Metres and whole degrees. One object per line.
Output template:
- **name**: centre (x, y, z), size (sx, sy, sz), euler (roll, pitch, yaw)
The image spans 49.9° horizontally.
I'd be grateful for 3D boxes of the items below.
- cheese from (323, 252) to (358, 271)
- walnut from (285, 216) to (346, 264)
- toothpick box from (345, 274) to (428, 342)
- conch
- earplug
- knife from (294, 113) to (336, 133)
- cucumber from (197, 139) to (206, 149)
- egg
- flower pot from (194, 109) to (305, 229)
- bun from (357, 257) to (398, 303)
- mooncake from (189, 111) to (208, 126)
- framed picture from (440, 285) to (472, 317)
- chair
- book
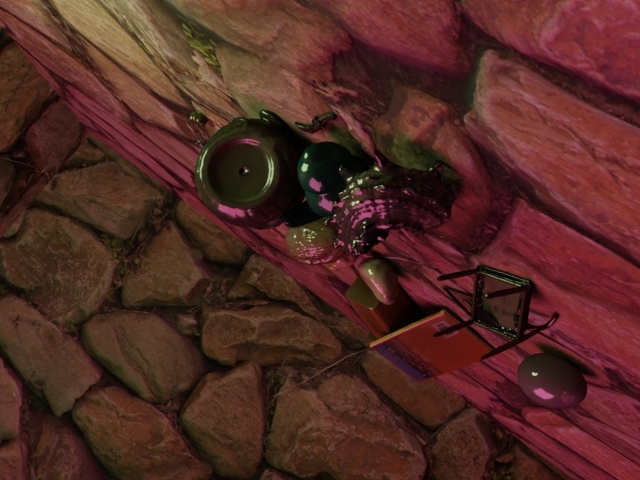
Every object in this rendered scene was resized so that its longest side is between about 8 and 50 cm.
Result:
- **cheese**: centre (0.035, 0.042, 2.486), size (0.159, 0.093, 0.263), euler (39, 169, -7)
- **walnut**: centre (-0.001, 0.002, 2.259), size (0.230, 0.178, 0.178), euler (0, 146, 41)
- **toothpick box**: centre (0.240, 0.256, 2.538), size (0.187, 0.190, 0.308), euler (26, 159, 44)
- **conch**: centre (0.146, -0.077, 1.432), size (0.240, 0.313, 0.186), euler (10, -122, -51)
- **earplug**: centre (0.006, -0.133, 1.639), size (0.257, 0.164, 0.280), euler (14, 152, 32)
- **knife**: centre (-0.008, -0.264, 1.579), size (0.045, 0.021, 0.222), euler (44, 168, -19)
- **cucumber**: centre (-0.394, -0.311, 2.493), size (0.037, 0.037, 0.155), euler (25, 164, 45)
- **egg**: centre (0.649, 0.395, 1.931), size (0.198, 0.146, 0.146), euler (19, 160, 38)
- **flower pot**: centre (-0.168, -0.180, 1.804), size (0.302, 0.302, 0.213), euler (35, -179, 10)
- **bun**: centre (0.206, 0.126, 2.289), size (0.183, 0.102, 0.183), euler (53, 175, 7)
- **mooncake**: centre (-0.266, -0.297, 2.155), size (0.347, 0.057, 0.150), euler (38, -177, 27)
- **framed picture**: centre (0.473, 0.209, 2.055), size (0.195, 0.010, 0.199), euler (44, 167, -30)
- **chair**: centre (0.427, 0.157, 1.662), size (0.272, 0.166, 0.188), euler (-8, -163, -35)
- **book**: centre (0.390, 0.382, 2.434), size (0.262, 0.028, 0.374), euler (38, 136, -20)
